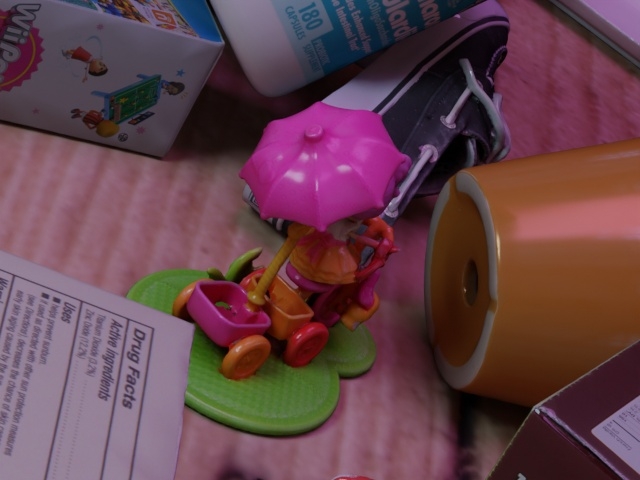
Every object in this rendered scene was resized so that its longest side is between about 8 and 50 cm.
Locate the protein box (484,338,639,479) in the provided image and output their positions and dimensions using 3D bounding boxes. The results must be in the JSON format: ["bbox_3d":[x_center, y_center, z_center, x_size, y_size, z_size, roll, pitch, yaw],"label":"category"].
[{"bbox_3d":[0.144,0.158,0.872,0.136,0.200,0.201,40,31,19],"label":"protein box"}]

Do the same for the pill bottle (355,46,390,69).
[{"bbox_3d":[-0.049,-0.264,1.378,0.334,0.188,0.188,36,29,12],"label":"pill bottle"}]

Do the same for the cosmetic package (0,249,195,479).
[{"bbox_3d":[-0.210,0.056,0.675,0.309,0.113,0.160,24,32,-13],"label":"cosmetic package"}]

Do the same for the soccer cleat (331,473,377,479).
[{"bbox_3d":[0.039,0.138,0.990,0.083,0.029,0.035,25,20,-15],"label":"soccer cleat"}]

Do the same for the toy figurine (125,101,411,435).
[{"bbox_3d":[0.000,0.000,1.035,0.173,0.159,0.130,-6,45,-48],"label":"toy figurine"}]

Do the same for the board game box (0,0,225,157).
[{"bbox_3d":[-0.235,-0.178,1.173,0.303,0.097,0.224,12,34,-30],"label":"board game box"}]

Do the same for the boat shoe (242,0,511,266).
[{"bbox_3d":[0.068,-0.071,1.261,0.105,0.113,0.306,40,33,6],"label":"boat shoe"}]

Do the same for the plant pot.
[{"bbox_3d":[0.168,0.024,1.133,0.188,0.205,0.205,2,36,-15],"label":"plant pot"}]

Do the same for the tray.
[{"bbox_3d":[0.275,-0.198,1.728,0.270,0.030,0.145,40,31,18],"label":"tray"}]

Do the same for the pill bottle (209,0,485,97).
[{"bbox_3d":[0.051,-0.204,1.201,0.146,0.264,0.146,-25,90,-89],"label":"pill bottle"}]
